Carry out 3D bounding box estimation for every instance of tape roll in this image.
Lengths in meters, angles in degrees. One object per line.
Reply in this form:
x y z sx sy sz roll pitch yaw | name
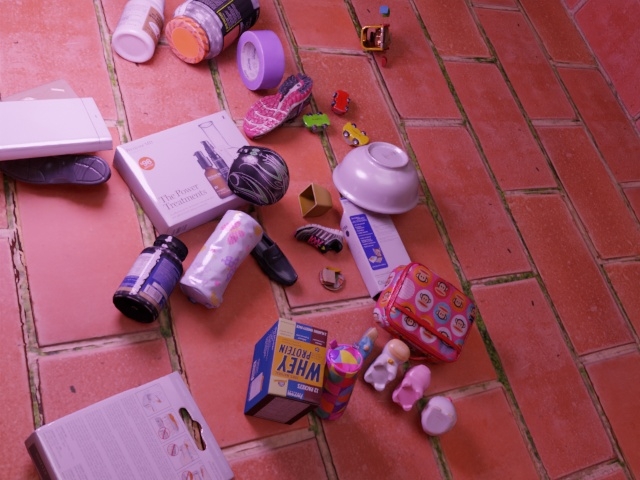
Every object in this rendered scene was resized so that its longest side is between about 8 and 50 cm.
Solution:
-0.200 -0.597 2.144 0.080 0.189 0.188 -13 69 -32 | tape roll

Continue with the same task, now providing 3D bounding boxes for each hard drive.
-0.756 -0.298 1.703 0.353 0.047 0.233 -11 45 -28 | hard drive

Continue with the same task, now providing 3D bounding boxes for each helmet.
-0.167 -0.182 1.835 0.162 0.169 0.169 25 53 6 | helmet

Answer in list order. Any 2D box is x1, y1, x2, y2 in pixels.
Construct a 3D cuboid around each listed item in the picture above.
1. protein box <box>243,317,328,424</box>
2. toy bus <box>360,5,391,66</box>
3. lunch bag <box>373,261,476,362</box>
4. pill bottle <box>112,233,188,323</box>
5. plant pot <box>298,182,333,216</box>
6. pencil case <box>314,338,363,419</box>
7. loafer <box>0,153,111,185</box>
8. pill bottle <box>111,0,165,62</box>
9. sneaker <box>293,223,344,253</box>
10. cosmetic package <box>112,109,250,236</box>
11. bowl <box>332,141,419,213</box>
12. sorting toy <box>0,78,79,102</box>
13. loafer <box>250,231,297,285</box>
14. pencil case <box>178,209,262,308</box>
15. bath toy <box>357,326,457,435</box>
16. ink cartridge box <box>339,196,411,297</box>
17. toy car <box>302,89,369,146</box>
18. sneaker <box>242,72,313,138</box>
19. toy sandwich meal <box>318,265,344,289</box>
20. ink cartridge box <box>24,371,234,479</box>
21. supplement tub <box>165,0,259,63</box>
-0.089 0.337 1.649 0.136 0.201 0.199 17 56 -16 | protein box
0.210 -0.787 2.500 0.105 0.202 0.190 4 64 11 | toy bus
0.304 0.232 1.930 0.293 0.120 0.258 35 68 -16 | lunch bag
-0.432 0.094 1.675 0.123 0.123 0.219 30 53 -8 | pill bottle
-0.009 -0.122 2.034 0.083 0.081 0.081 7 59 -36 | plant pot
0.042 0.365 1.680 0.105 0.236 0.104 9 40 -7 | pencil case
-0.716 -0.194 1.736 0.303 0.095 0.108 9 85 -7 | loafer
-0.569 -0.689 2.055 0.131 0.131 0.229 18 56 -16 | pill bottle
0.000 0.000 1.973 0.171 0.063 0.074 9 53 -26 | sneaker
-0.365 -0.200 1.895 0.377 0.097 0.284 -29 76 -35 | cosmetic package
0.199 -0.226 2.098 0.298 0.134 0.297 11 39 -9 | bowl
-0.762 -0.357 1.834 0.193 0.038 0.208 -34 76 -36 | sorting toy
-0.149 0.040 1.869 0.223 0.078 0.076 46 54 4 | loafer
-0.266 0.048 1.750 0.124 0.113 0.273 31 68 -3 | pencil case
0.245 0.397 1.833 0.348 0.151 0.129 42 10 3 | bath toy
0.174 0.010 2.053 0.166 0.065 0.332 -10 69 -30 | ink cartridge box
0.032 -0.409 2.233 0.225 0.053 0.238 -11 67 -30 | toy car
-0.128 -0.423 2.134 0.121 0.112 0.299 37 64 23 | sneaker
0.035 0.111 1.948 0.086 0.029 0.085 12 58 -20 | toy sandwich meal
-0.427 0.507 1.487 0.385 0.091 0.308 -16 69 -50 | ink cartridge box
-0.357 -0.729 2.142 0.194 0.193 0.316 38 52 -2 | supplement tub
